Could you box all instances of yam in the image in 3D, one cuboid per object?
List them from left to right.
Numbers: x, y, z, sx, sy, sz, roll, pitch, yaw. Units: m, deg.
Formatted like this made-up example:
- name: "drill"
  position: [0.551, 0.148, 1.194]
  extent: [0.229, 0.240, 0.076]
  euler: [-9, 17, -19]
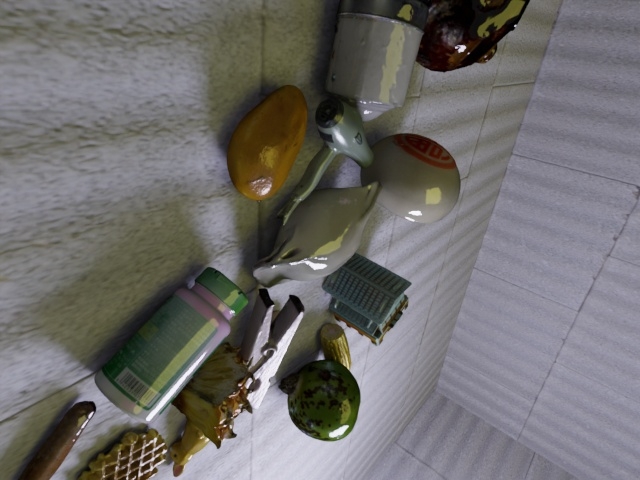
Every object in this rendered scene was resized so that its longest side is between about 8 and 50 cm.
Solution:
- name: "yam"
  position: [-0.468, 0.387, 0.664]
  extent: [0.264, 0.046, 0.046]
  euler: [-58, 147, -10]

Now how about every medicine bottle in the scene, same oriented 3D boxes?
- name: "medicine bottle"
  position: [-0.260, 0.181, 0.739]
  extent: [0.274, 0.133, 0.133]
  euler: [-49, 145, -20]

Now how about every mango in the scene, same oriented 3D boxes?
- name: "mango"
  position: [-0.094, -0.185, 0.746]
  extent: [0.147, 0.109, 0.227]
  euler: [23, 91, -58]

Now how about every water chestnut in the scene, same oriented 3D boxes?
- name: "water chestnut"
  position: [0.302, -0.579, 0.917]
  extent: [0.335, 0.347, 0.335]
  euler: [-52, -176, 5]

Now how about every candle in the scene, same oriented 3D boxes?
- name: "candle"
  position: [0.104, -0.350, 0.849]
  extent: [0.187, 0.187, 0.330]
  euler: [-18, 126, -49]

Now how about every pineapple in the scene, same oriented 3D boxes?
- name: "pineapple"
  position: [-0.234, 0.316, 0.859]
  extent: [0.186, 0.236, 0.114]
  euler: [3, 109, -14]

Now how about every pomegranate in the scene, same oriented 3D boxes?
- name: "pomegranate"
  position: [0.000, 0.487, 1.241]
  extent: [0.270, 0.254, 0.254]
  euler: [31, 84, -18]

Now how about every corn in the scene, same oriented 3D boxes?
- name: "corn"
  position: [0.054, 0.380, 1.366]
  extent: [0.093, 0.093, 0.244]
  euler: [-44, 142, -29]

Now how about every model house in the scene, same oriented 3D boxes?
- name: "model house"
  position: [0.146, 0.174, 1.245]
  extent: [0.198, 0.224, 0.215]
  euler: [-46, 148, -22]

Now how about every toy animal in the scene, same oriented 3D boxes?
- name: "toy animal"
  position: [-0.314, 0.489, 0.940]
  extent: [0.159, 0.070, 0.083]
  euler: [-54, -171, 8]

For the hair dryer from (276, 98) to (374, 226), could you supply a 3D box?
- name: "hair dryer"
  position: [0.027, -0.153, 0.862]
  extent: [0.229, 0.092, 0.267]
  euler: [-4, 126, -55]

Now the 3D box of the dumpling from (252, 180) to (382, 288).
- name: "dumpling"
  position: [0.002, -0.003, 0.966]
  extent: [0.341, 0.181, 0.260]
  euler: [-61, 170, -25]

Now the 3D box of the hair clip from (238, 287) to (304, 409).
- name: "hair clip"
  position: [-0.147, 0.275, 0.987]
  extent: [0.101, 0.085, 0.331]
  euler: [8, 115, -36]

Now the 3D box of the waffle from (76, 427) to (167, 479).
- name: "waffle"
  position: [-0.404, 0.471, 0.823]
  extent: [0.191, 0.038, 0.191]
  euler: [-33, 136, -39]

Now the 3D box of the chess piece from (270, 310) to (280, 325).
- name: "chess piece"
  position: [-0.121, 0.228, 1.061]
  extent: [0.083, 0.038, 0.083]
  euler: [-36, 139, -39]

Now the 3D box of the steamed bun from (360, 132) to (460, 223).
- name: "steamed bun"
  position: [0.251, -0.185, 1.074]
  extent: [0.283, 0.283, 0.177]
  euler: [-22, 145, -47]
